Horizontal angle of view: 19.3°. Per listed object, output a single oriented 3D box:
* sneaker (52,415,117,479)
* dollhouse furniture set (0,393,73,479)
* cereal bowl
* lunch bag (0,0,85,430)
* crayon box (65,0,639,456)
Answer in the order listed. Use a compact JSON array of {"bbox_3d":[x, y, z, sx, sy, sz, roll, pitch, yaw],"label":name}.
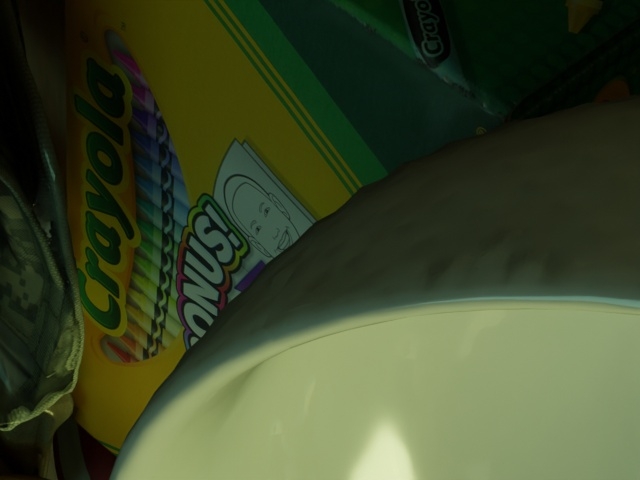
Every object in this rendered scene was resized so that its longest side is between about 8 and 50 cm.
[{"bbox_3d":[-0.015,0.123,0.773,0.128,0.087,0.221,-43,73,30],"label":"sneaker"},{"bbox_3d":[-0.168,0.131,0.737,0.301,0.151,0.197,54,154,20],"label":"dollhouse furniture set"},{"bbox_3d":[0.124,0.095,0.457,0.339,0.141,0.339,18,137,17],"label":"cereal bowl"},{"bbox_3d":[-0.189,-0.079,0.599,0.169,0.287,0.235,-33,58,18],"label":"lunch bag"},{"bbox_3d":[0.000,0.000,0.613,0.165,0.081,0.278,37,143,25],"label":"crayon box"}]
